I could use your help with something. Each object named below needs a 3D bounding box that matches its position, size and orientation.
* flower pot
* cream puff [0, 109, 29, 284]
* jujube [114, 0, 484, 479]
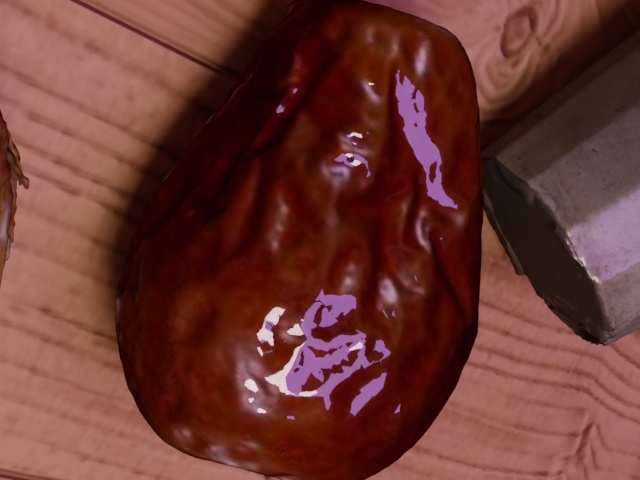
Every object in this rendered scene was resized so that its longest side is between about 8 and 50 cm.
[{"bbox_3d":[0.218,-0.040,0.884,0.202,0.212,0.212,-34,130,-7],"label":"flower pot"},{"bbox_3d":[-0.205,0.030,0.549,0.163,0.240,0.240,8,108,-13],"label":"cream puff"},{"bbox_3d":[0.000,0.000,0.727,0.190,0.190,0.255,15,94,-43],"label":"jujube"}]
